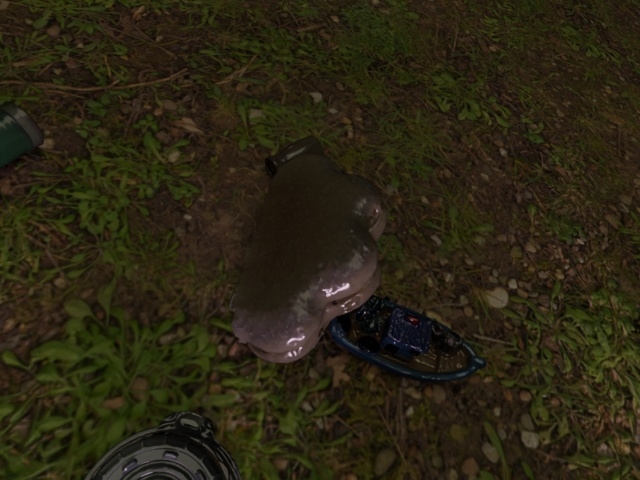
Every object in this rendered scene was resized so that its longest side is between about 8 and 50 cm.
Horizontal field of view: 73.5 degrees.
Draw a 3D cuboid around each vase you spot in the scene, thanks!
[{"bbox_3d":[-0.047,-0.146,0.762,0.101,0.053,0.053,-30,69,-26],"label":"vase"}]

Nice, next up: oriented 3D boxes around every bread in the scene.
[{"bbox_3d":[0.000,0.003,0.603,0.183,0.102,0.337,-6,51,22],"label":"bread"}]

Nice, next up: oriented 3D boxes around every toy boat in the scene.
[{"bbox_3d":[0.123,0.134,0.596,0.223,0.097,0.100,20,57,-2],"label":"toy boat"}]

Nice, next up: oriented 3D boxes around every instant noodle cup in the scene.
[{"bbox_3d":[-0.156,0.260,0.408,0.178,0.125,0.208,2,57,-15],"label":"instant noodle cup"}]

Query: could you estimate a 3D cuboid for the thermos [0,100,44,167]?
[{"bbox_3d":[-0.488,-0.116,0.590,0.073,0.083,0.187,44,55,-12],"label":"thermos"}]
